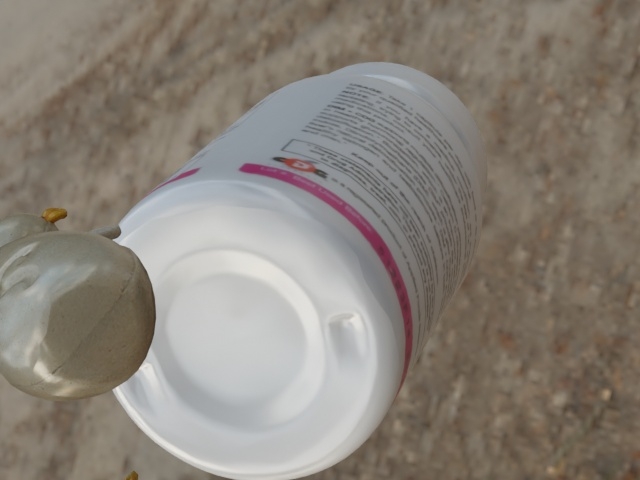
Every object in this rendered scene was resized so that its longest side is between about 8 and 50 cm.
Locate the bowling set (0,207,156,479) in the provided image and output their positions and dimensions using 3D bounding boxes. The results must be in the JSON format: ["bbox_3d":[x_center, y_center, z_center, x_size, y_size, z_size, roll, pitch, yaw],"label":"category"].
[{"bbox_3d":[-0.123,0.146,0.560,0.287,0.200,0.154,-43,19,-12],"label":"bowling set"}]

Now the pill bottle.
[{"bbox_3d":[0.000,0.000,0.907,0.160,0.160,0.283,-63,-6,26],"label":"pill bottle"}]
